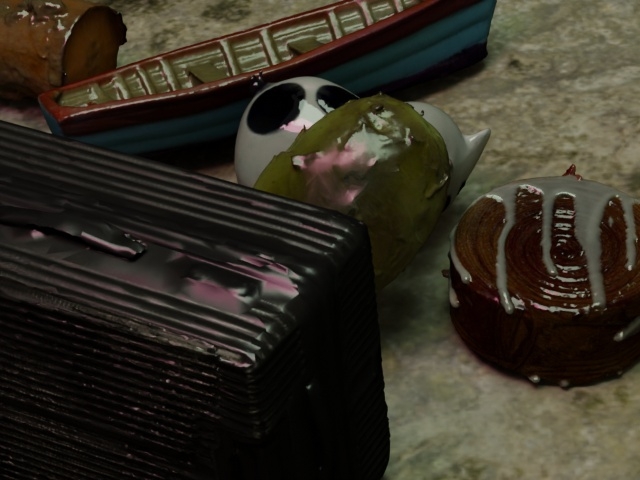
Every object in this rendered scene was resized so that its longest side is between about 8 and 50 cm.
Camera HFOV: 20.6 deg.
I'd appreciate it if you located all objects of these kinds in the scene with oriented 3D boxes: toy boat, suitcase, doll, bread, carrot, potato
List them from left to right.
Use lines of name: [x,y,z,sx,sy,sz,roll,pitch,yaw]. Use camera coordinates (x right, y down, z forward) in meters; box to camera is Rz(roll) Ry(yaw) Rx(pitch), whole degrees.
carrot: [-0.293,-0.175,1.509,0.263,0.102,0.102,14,45,27]
suitcase: [-0.129,0.060,1.101,0.335,0.229,0.152,16,46,24]
toy boat: [-0.029,-0.140,1.417,0.392,0.079,0.136,-17,22,-15]
potato: [0.000,0.000,1.203,0.117,0.090,0.225,38,95,14]
doll: [0.026,-0.061,1.315,0.181,0.106,0.110,17,35,22]
bread: [0.163,0.022,1.224,0.161,0.073,0.160,-4,41,4]
